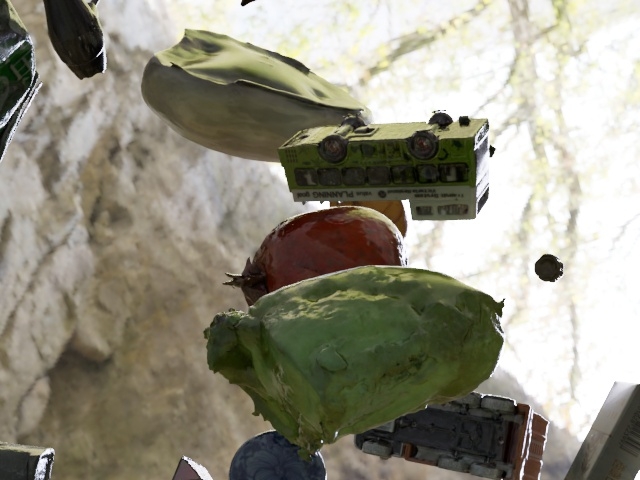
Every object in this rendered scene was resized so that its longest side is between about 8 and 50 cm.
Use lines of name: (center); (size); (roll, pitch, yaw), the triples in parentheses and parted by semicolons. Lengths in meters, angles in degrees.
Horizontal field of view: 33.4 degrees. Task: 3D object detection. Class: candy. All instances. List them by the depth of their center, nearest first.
candy: (-0.323, -0.171, 0.994); (0.078, 0.203, 0.141); (13, -125, 20)
candy: (-0.105, -0.236, 1.908); (0.427, 0.186, 0.386); (13, -162, -8)

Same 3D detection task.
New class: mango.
mango: (0.125, -0.060, 2.620); (0.153, 0.252, 0.126); (-57, -142, -2)

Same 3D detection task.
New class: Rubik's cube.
Rubik's cube: (-0.313, 0.564, 2.304); (0.178, 0.190, 0.211); (-39, -143, -10)

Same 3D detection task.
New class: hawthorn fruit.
hawthorn fruit: (-0.008, 0.071, 1.686); (0.308, 0.275, 0.276); (12, -177, -21)

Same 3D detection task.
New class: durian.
durian: (0.047, 0.137, 1.240); (0.340, 0.204, 0.256); (-17, -164, -9)

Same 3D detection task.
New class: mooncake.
mooncake: (0.507, 0.184, 2.007); (0.150, 0.346, 0.057); (-15, -179, 40)

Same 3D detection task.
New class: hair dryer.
hair dryer: (-0.441, -0.422, 1.907); (0.091, 0.235, 0.271); (-19, -159, 2)

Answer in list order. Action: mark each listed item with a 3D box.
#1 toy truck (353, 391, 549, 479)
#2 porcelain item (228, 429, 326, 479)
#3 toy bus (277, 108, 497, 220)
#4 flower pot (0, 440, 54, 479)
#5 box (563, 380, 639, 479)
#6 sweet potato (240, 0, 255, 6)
toy truck: (0.279, 0.409, 2.268); (0.388, 0.173, 0.207); (5, 167, 34)
porcelain item: (-0.065, 0.367, 1.592); (0.147, 0.147, 0.114); (-25, 151, -23)
toy bus: (0.098, -0.108, 1.556); (0.302, 0.139, 0.113); (1, -156, 25)
flower pot: (-0.533, 0.467, 1.847); (0.108, 0.229, 0.103); (3, -176, 6)
box: (0.423, 0.322, 1.568); (0.233, 0.067, 0.149); (-61, 172, -3)
sweet potato: (-0.062, -0.493, 1.922); (0.218, 0.065, 0.051); (-31, -127, 13)
